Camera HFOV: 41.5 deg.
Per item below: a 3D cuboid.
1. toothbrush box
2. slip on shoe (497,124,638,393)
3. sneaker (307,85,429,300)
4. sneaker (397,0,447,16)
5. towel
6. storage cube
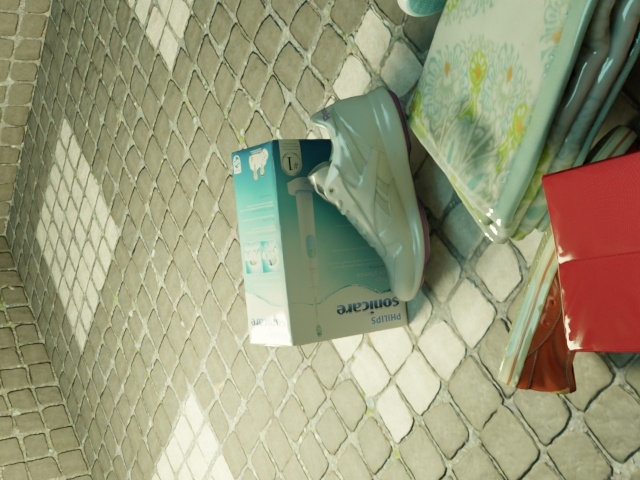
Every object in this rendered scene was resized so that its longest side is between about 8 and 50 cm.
[{"bbox_3d":[0.000,0.000,1.277,0.126,0.216,0.295,-8,89,55],"label":"toothbrush box"},{"bbox_3d":[0.300,0.029,0.972,0.101,0.123,0.331,19,105,11],"label":"slip on shoe"},{"bbox_3d":[0.067,-0.057,1.200,0.114,0.152,0.305,-104,0,-81],"label":"sneaker"},{"bbox_3d":[0.145,-0.468,1.095,0.208,0.127,0.318,45,120,39],"label":"sneaker"},{"bbox_3d":[0.225,-0.226,0.968,0.320,0.090,0.374,-113,36,-52],"label":"towel"},{"bbox_3d":[0.354,0.004,0.794,0.193,0.215,0.183,-14,84,61],"label":"storage cube"}]
